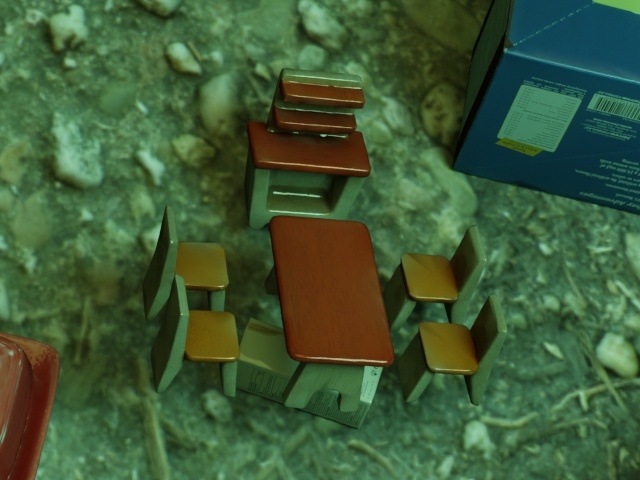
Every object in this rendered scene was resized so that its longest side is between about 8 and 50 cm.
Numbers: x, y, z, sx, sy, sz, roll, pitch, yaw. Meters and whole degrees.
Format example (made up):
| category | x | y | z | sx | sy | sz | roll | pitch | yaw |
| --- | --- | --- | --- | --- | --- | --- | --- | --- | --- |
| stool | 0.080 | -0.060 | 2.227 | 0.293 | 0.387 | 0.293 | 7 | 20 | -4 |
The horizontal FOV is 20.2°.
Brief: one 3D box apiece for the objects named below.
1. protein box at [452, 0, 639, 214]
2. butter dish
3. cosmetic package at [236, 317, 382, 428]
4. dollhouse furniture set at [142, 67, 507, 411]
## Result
| category | x | y | z | sx | sy | sz | roll | pitch | yaw |
| --- | --- | --- | --- | --- | --- | --- | --- | --- | --- |
| protein box | 0.236 | -0.140 | 1.524 | 0.200 | 0.201 | 0.136 | 13 | 63 | -2 |
| butter dish | -0.288 | 0.120 | 1.364 | 0.160 | 0.118 | 0.160 | 12 | 64 | -2 |
| cosmetic package | -0.012 | 0.107 | 1.447 | 0.115 | 0.060 | 0.041 | 19 | 62 | -1 |
| dollhouse furniture set | 0.000 | 0.000 | 1.411 | 0.262 | 0.135 | 0.259 | 4 | 44 | -15 |
